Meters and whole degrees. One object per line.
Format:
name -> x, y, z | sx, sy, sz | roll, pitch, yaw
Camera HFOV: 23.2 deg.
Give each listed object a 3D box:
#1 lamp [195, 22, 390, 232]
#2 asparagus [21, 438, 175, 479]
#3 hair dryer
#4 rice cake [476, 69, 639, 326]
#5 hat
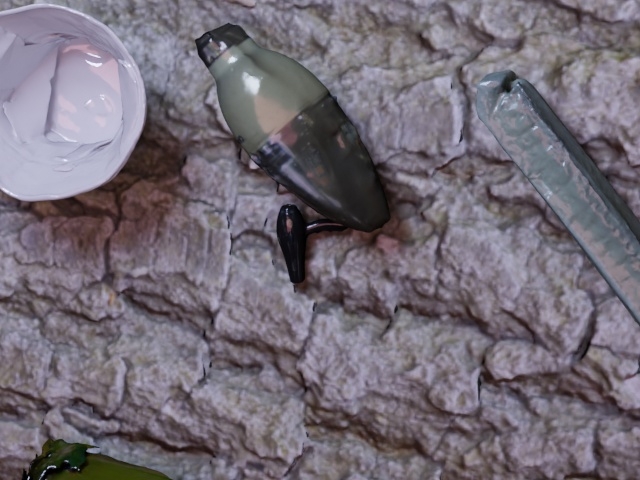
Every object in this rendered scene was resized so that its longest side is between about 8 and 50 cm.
lamp -> -0.025, -0.104, 1.479 | 0.101, 0.101, 0.250 | -38, 94, 16
asparagus -> -0.119, 0.309, 1.572 | 0.382, 0.108, 0.128 | 17, 102, 8
hair dryer -> 0.000, 0.000, 1.531 | 0.083, 0.031, 0.079 | -7, 109, 6
rice cake -> 0.254, -0.020, 1.445 | 0.063, 0.066, 0.336 | -35, 90, 17
hat -> -0.248, -0.138, 1.509 | 0.203, 0.126, 0.203 | 2, 100, 13
